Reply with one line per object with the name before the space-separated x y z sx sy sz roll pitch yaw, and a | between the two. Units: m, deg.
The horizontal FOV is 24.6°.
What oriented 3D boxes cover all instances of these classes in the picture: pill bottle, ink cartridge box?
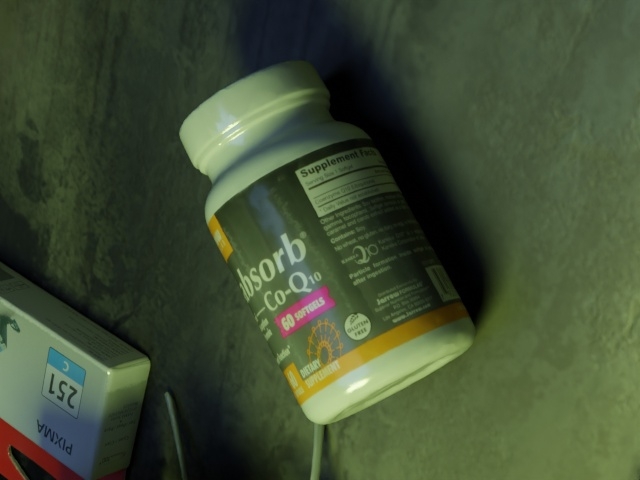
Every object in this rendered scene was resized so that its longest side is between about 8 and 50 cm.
pill bottle | 0.000 0.000 1.233 0.162 0.162 0.278 -38 76 40
ink cartridge box | -0.327 0.185 1.625 0.296 0.066 0.261 28 116 33

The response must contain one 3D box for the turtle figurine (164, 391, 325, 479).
turtle figurine | -0.063 0.307 1.405 0.198 0.274 0.266 -12 114 20
